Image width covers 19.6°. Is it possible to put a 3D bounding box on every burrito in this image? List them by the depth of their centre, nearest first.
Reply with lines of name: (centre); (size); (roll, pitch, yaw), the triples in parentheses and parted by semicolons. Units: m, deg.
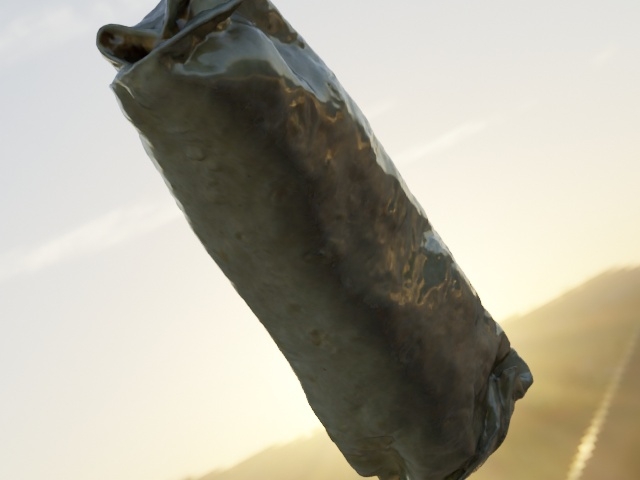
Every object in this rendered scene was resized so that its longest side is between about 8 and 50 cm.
burrito: (0.000, 0.000, 0.658); (0.082, 0.059, 0.275); (-47, -44, -12)
